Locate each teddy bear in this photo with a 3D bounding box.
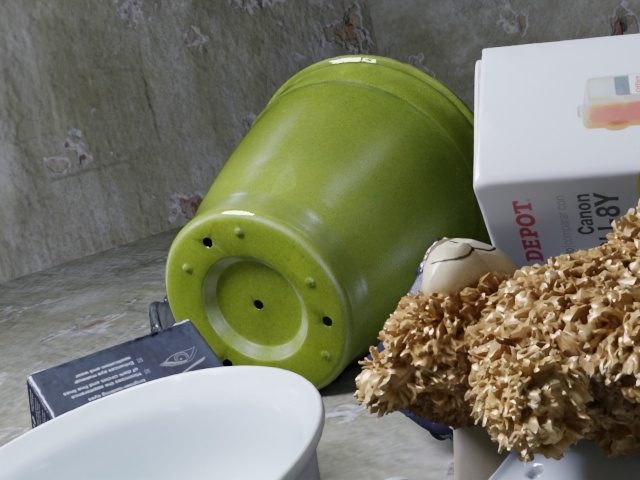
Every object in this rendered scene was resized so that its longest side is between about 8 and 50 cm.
[{"bbox_3d":[0.166,0.044,0.609,0.245,0.113,0.338,-37,20,-20],"label":"teddy bear"}]

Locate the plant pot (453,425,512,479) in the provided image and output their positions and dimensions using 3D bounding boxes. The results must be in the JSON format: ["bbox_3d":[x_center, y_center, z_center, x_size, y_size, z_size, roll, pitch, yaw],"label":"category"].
[{"bbox_3d":[0.165,0.153,0.753,0.096,0.109,0.109,10,22,38],"label":"plant pot"}]

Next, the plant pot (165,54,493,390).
[{"bbox_3d":[0.000,0.000,1.288,0.366,0.367,0.353,-8,21,30],"label":"plant pot"}]

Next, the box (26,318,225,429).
[{"bbox_3d":[-0.144,0.169,0.892,0.156,0.093,0.158,-18,46,-29],"label":"box"}]

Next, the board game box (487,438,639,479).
[{"bbox_3d":[0.258,0.130,0.506,0.390,0.050,0.390,-42,23,-27],"label":"board game box"}]

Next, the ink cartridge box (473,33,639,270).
[{"bbox_3d":[0.353,-0.051,0.983,0.384,0.160,0.279,-2,-32,18],"label":"ink cartridge box"}]

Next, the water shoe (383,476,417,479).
[{"bbox_3d":[0.012,0.218,0.523,0.203,0.073,0.080,-59,1,-28],"label":"water shoe"}]

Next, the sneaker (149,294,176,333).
[{"bbox_3d":[-0.159,0.119,1.437,0.130,0.109,0.286,-7,11,1],"label":"sneaker"}]

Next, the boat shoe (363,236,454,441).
[{"bbox_3d":[0.173,0.127,0.894,0.158,0.127,0.340,-57,33,0],"label":"boat shoe"}]

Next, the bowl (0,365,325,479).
[{"bbox_3d":[-0.118,0.205,0.662,0.297,0.134,0.298,-18,15,5],"label":"bowl"}]
